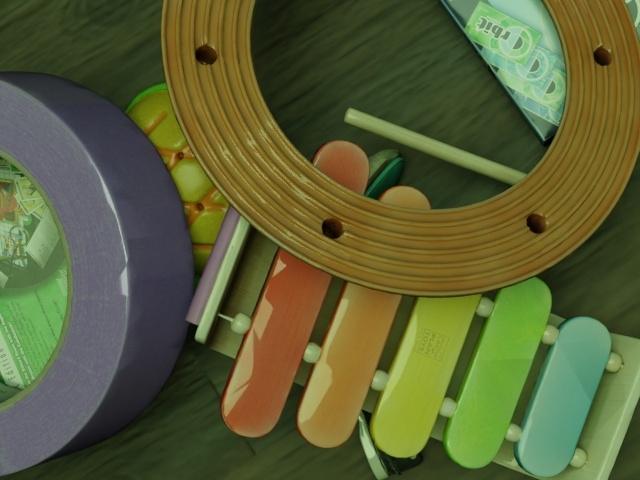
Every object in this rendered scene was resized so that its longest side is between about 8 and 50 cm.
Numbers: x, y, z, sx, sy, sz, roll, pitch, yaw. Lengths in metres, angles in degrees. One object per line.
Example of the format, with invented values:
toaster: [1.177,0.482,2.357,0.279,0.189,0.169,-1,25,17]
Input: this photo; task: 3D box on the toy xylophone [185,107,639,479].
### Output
toy xylophone: [0.072,0.039,1.157,0.323,0.081,0.236,14,85,-13]

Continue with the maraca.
maraca: [-0.085,-0.023,1.209,0.127,0.099,0.185,-19,93,39]

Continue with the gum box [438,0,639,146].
gum box: [0.189,-0.185,1.214,0.184,0.041,0.157,-35,83,5]

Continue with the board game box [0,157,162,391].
board game box: [-0.230,0.021,1.261,0.136,0.030,0.259,-24,84,3]

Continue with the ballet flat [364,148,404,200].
ballet flat: [0.000,0.000,1.221,0.052,0.057,0.168,29,90,19]

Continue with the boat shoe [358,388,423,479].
boat shoe: [0.036,0.108,1.213,0.038,0.046,0.125,-21,88,5]

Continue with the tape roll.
tape roll: [-0.226,0.021,1.172,0.275,0.090,0.274,3,96,26]

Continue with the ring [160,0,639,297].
ring: [0.058,-0.119,1.132,0.337,0.032,0.336,5,69,-13]
